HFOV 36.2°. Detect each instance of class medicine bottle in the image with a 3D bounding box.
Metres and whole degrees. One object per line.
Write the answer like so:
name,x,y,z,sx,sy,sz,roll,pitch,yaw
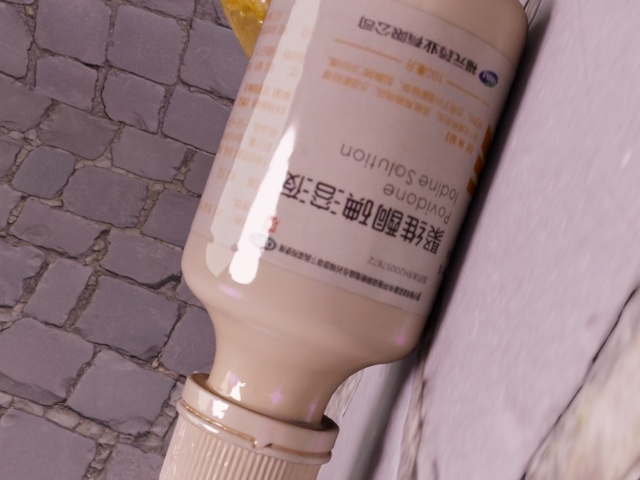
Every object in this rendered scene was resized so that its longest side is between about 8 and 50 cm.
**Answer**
medicine bottle,0.000,0.000,0.431,0.114,0.114,0.252,-157,87,-87

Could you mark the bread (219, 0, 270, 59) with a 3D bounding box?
bread,0.003,-0.256,1.036,0.240,0.239,0.139,-74,-7,-54
